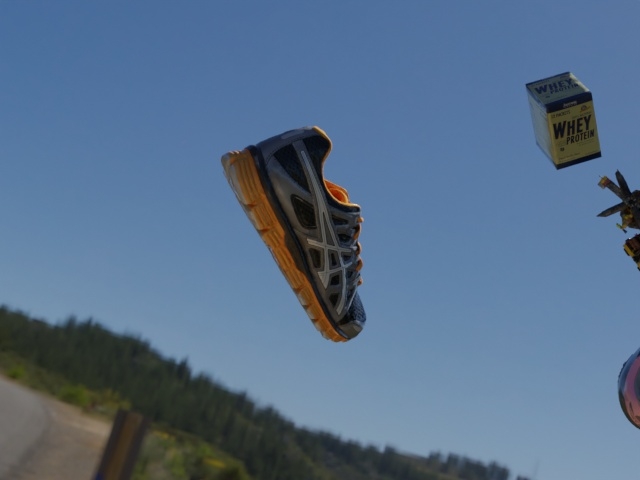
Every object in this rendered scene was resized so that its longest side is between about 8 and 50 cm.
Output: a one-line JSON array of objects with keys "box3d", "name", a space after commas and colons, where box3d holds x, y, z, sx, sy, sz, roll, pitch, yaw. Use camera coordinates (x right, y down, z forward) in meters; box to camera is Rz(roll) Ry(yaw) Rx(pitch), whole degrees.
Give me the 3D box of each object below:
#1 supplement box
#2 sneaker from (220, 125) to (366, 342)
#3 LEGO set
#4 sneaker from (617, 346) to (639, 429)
[{"box3d": [0.285, -0.142, 1.396, 0.056, 0.083, 0.083, -17, 28, -1], "name": "supplement box"}, {"box3d": [0.000, 0.000, 0.944, 0.084, 0.083, 0.215, 53, -7, 48], "name": "sneaker"}, {"box3d": [0.590, -0.047, 1.727, 0.331, 0.255, 0.192, -29, -10, 18], "name": "LEGO set"}, {"box3d": [0.412, 0.068, 1.133, 0.112, 0.319, 0.131, 40, 10, 10], "name": "sneaker"}]
